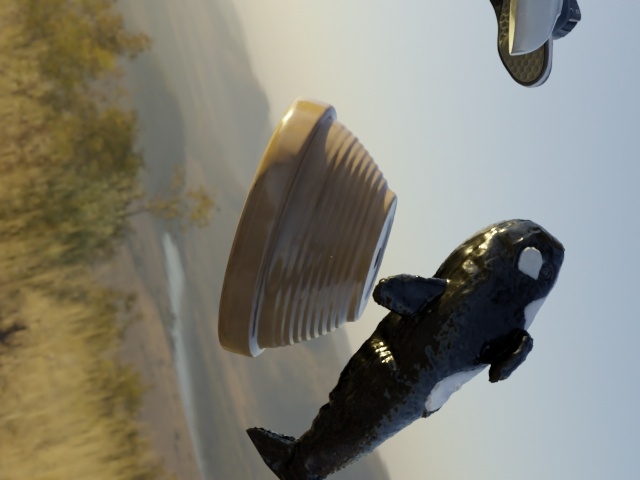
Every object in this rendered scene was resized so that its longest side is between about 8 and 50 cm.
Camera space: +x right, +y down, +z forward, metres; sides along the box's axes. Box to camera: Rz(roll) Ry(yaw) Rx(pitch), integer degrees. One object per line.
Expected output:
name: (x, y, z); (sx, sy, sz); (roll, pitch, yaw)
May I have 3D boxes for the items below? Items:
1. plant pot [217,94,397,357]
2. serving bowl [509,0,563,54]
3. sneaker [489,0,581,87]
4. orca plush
plant pot: (0.000, 0.000, 1.077); (0.237, 0.110, 0.237); (18, 90, -84)
serving bowl: (0.124, -0.147, 0.693); (0.083, 0.027, 0.083); (5, 90, -84)
sneaker: (0.319, -0.297, 1.737); (0.163, 0.086, 0.226); (21, 50, -44)
orca plush: (0.057, 0.066, 0.936); (0.102, 0.287, 0.151); (53, 7, -26)
